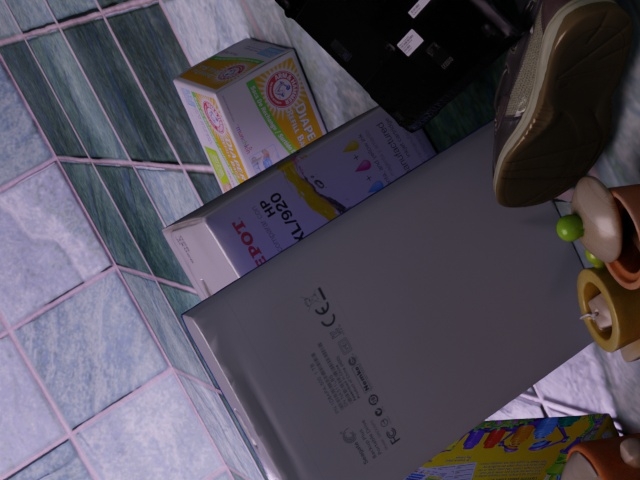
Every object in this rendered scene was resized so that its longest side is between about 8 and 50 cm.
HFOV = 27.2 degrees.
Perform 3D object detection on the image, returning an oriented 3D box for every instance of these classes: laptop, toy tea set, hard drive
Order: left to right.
[{"bbox_3d":[0.053,-0.246,1.015,0.264,0.136,0.234,44,161,-2],"label":"laptop"},{"bbox_3d":[0.071,0.067,1.077,0.210,0.319,0.040,63,160,-14],"label":"hard drive"},{"bbox_3d":[0.226,0.114,0.990,0.200,0.124,0.336,-169,63,-77],"label":"toy tea set"}]

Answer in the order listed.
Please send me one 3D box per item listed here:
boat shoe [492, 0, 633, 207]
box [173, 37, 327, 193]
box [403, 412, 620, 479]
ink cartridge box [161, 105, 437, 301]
[{"bbox_3d":[0.167,-0.109,0.959,0.223,0.080,0.073,97,160,-57],"label":"boat shoe"},{"bbox_3d":[-0.061,-0.106,1.451,0.114,0.103,0.203,24,142,58],"label":"box"},{"bbox_3d":[0.126,0.319,1.238,0.290,0.279,0.177,-11,113,40],"label":"box"},{"bbox_3d":[0.000,0.000,1.273,0.171,0.233,0.168,59,161,-6],"label":"ink cartridge box"}]
